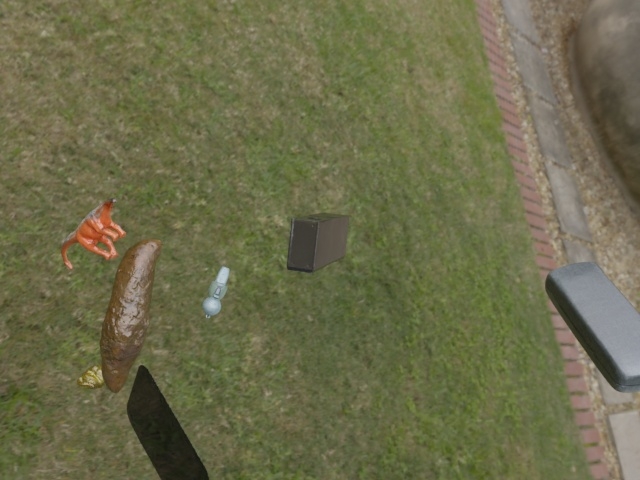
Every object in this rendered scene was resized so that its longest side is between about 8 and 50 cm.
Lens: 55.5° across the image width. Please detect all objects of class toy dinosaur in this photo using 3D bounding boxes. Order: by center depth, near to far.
[{"bbox_3d":[-0.420,-0.004,1.130,0.101,0.279,0.055,43,38,0],"label":"toy dinosaur"}]

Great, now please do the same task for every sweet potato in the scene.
[{"bbox_3d":[-0.393,0.163,1.244,0.092,0.114,0.341,14,92,-1],"label":"sweet potato"}]

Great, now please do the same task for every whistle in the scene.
[{"bbox_3d":[-0.193,0.097,1.133,0.035,0.035,0.100,26,77,-36],"label":"whistle"}]

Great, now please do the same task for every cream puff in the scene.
[{"bbox_3d":[-0.573,0.350,1.540,0.058,0.083,0.083,47,43,-5],"label":"cream puff"}]

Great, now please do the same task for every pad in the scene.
[{"bbox_3d":[-0.272,0.395,1.091,0.055,0.323,0.250,-26,59,-26],"label":"pad"}]

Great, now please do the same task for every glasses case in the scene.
[{"bbox_3d":[0.612,0.176,1.310,0.323,0.131,0.074,-108,-174,-48],"label":"glasses case"}]

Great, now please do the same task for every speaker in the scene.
[{"bbox_3d":[0.000,0.000,0.985,0.218,0.044,0.082,-21,118,-74],"label":"speaker"}]
